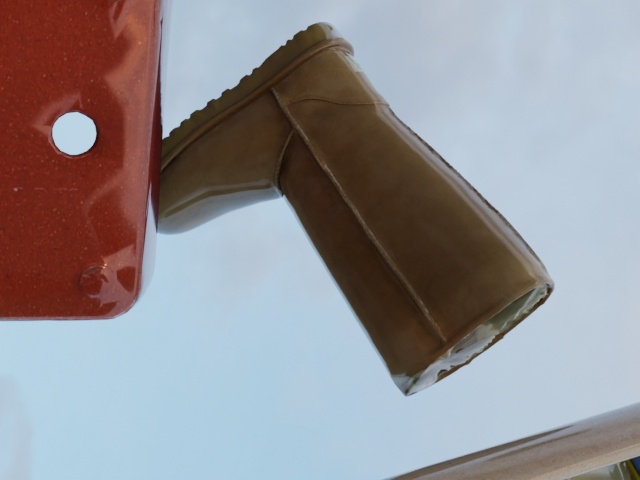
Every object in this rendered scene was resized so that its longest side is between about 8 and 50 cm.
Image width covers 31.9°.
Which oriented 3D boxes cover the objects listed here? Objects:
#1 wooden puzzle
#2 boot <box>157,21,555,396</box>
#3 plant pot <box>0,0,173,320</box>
[{"bbox_3d":[0.150,0.210,0.719,0.348,0.322,0.081,108,-37,-51],"label":"wooden puzzle"},{"bbox_3d":[0.000,0.000,0.831,0.236,0.089,0.269,-41,-113,17],"label":"boot"},{"bbox_3d":[-0.196,-0.083,0.581,0.236,0.267,0.267,-131,-134,-64],"label":"plant pot"}]
